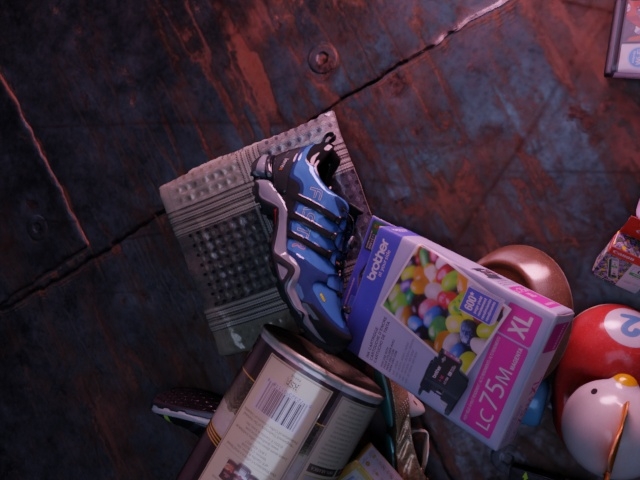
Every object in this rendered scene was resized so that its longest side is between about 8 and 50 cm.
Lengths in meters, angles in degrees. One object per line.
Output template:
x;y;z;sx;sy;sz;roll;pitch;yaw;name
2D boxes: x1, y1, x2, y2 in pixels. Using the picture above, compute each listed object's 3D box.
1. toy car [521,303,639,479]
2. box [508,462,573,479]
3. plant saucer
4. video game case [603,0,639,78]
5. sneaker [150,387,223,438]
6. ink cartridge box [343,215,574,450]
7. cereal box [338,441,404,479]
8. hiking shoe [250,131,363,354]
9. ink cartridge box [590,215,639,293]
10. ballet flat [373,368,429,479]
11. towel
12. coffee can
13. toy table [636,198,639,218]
0.355;0.194;0.752;0.219;0.238;0.210;14;99;17;toy car
0.314;0.409;0.873;0.116;0.029;0.162;7;91;32;box
0.236;0.099;0.825;0.199;0.036;0.198;-27;55;49;plant saucer
0.501;-0.332;0.760;0.249;0.035;0.274;8;98;18;video game case
-0.178;0.314;1.026;0.235;0.084;0.097;10;99;18;sneaker
0.141;0.104;0.815;0.311;0.065;0.185;31;109;39;ink cartridge box
0.104;0.427;0.922;0.240;0.047;0.173;48;138;8;cereal box
0.000;0.000;0.851;0.132;0.113;0.303;-21;75;12;hiking shoe
0.396;0.020;0.791;0.063;0.115;0.029;26;64;15;ink cartridge box
0.126;0.277;0.938;0.067;0.073;0.206;-8;96;-10;ballet flat
-0.073;-0.002;0.986;0.325;0.056;0.312;-20;92;17;towel
-0.061;0.286;0.878;0.202;0.201;0.275;30;88;14;coffee can
0.496;-0.088;0.686;0.161;0.274;0.252;29;66;11;toy table
